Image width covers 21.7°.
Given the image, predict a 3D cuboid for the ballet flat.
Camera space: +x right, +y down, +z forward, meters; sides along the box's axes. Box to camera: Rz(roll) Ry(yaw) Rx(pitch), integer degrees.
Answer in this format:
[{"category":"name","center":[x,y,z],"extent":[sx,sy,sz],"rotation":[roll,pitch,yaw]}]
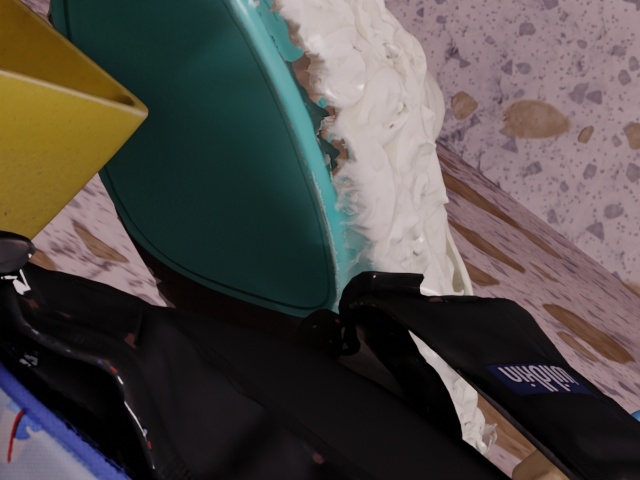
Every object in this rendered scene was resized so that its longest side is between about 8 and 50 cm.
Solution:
[{"category":"ballet flat","center":[0.000,0.000,0.681],"extent":[0.147,0.147,0.409],"rotation":[45,-23,43]}]

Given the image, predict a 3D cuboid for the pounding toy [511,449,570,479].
[{"category":"pounding toy","center":[0.096,0.179,0.678],"extent":[0.181,0.094,0.206],"rotation":[29,33,-26]}]

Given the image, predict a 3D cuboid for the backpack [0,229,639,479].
[{"category":"backpack","center":[0.012,0.137,0.421],"extent":[0.263,0.213,0.276],"rotation":[30,11,25]}]

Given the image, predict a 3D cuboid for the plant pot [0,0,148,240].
[{"category":"plant pot","center":[-0.224,-0.037,0.516],"extent":[0.212,0.187,0.212],"rotation":[40,12,21]}]

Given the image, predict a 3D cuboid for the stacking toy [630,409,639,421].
[{"category":"stacking toy","center":[0.233,0.241,0.860],"extent":[0.175,0.165,0.302],"rotation":[16,27,-16]}]
